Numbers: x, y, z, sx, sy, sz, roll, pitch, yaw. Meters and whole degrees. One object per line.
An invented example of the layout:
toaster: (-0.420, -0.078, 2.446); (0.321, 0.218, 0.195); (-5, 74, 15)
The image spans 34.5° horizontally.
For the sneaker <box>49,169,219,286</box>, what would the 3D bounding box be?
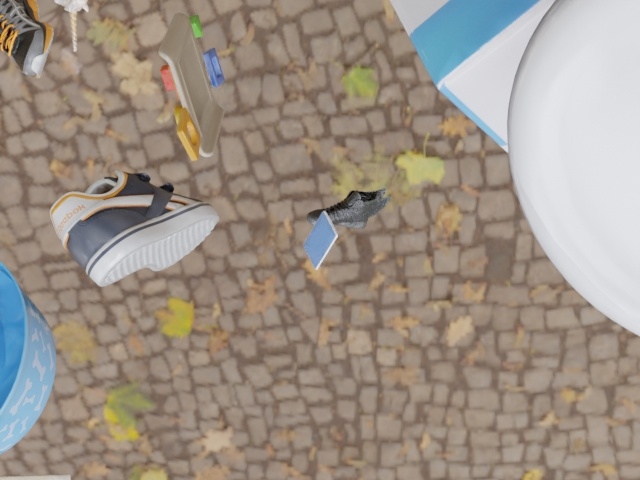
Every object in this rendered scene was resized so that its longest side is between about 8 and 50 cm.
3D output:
sneaker: (-0.245, -0.031, 1.402); (0.127, 0.321, 0.126); (46, 104, 7)

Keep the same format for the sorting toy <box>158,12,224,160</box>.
sorting toy: (-0.222, -0.255, 1.703); (0.047, 0.348, 0.196); (-13, 122, 11)

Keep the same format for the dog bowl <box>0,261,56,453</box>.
dog bowl: (-0.335, 0.090, 0.784); (0.297, 0.166, 0.074); (1, 160, 18)

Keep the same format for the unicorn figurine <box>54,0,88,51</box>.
unicorn figurine: (-0.215, -0.267, 0.920); (0.111, 0.162, 0.060); (33, 168, 25)

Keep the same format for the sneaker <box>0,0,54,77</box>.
sneaker: (-0.465, -0.315, 1.563); (0.083, 0.215, 0.084); (10, 118, -38)

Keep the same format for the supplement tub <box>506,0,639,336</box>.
supplement tub: (0.263, -0.092, 0.566); (0.207, 0.338, 0.207); (17, 120, 32)

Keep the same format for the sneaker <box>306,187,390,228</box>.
sneaker: (0.058, -0.071, 2.149); (0.170, 0.051, 0.089); (3, 126, -28)

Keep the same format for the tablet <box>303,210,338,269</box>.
tablet: (0.000, 0.000, 1.601); (0.006, 0.054, 0.083); (-2, 140, -33)

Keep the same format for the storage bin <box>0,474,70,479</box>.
storage bin: (-0.432, 0.331, 1.056); (0.262, 0.123, 0.260); (9, 152, -41)

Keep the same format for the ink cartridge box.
ink cartridge box: (0.171, -0.228, 0.852); (0.197, 0.270, 0.198); (-37, 141, 19)
